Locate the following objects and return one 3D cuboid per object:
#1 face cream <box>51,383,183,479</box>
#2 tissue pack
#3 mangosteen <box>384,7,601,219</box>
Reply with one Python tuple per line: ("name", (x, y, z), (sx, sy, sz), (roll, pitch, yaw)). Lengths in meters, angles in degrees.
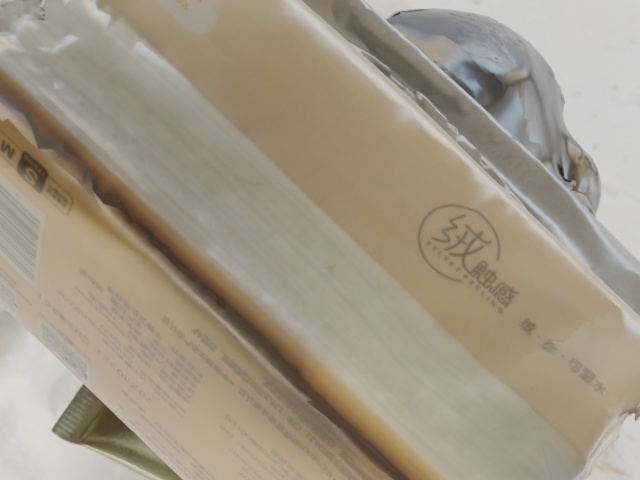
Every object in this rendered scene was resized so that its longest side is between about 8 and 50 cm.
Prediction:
("face cream", (-0.037, 0.180, 1.020), (0.341, 0.084, 0.137), (39, 79, -23))
("tissue pack", (0.000, 0.000, 0.607), (0.305, 0.238, 0.238), (43, 77, 6))
("mangosteen", (0.086, -0.029, 0.993), (0.287, 0.233, 0.287), (33, 46, -42))
